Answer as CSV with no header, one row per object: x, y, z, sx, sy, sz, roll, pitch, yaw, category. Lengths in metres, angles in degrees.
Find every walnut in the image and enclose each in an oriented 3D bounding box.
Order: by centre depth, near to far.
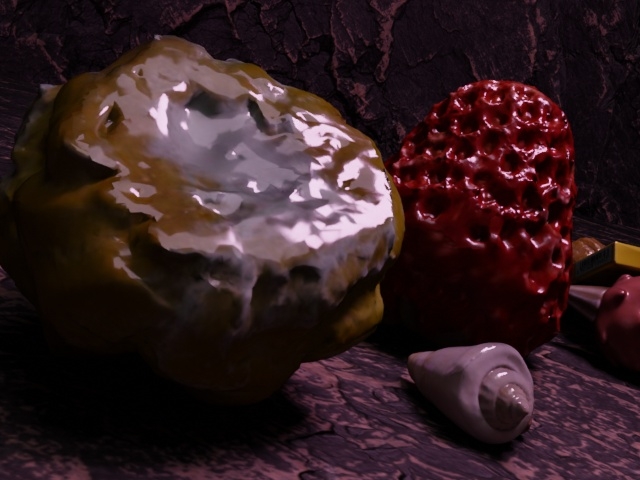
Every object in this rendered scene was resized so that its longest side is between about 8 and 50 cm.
0.585,0.047,1.861,0.105,0.105,0.124,10,27,-25,walnut

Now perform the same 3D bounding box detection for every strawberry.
0.190,-0.038,1.085,0.295,0.345,0.317,8,13,-40,strawberry

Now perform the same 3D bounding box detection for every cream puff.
-0.115,0.003,0.780,0.378,0.276,0.378,15,40,-13,cream puff

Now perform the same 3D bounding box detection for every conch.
0.148,0.151,0.845,0.104,0.094,0.176,-7,-7,-29,conch

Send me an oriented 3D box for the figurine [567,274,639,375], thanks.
0.494,0.122,1.168,0.386,0.166,0.207,25,11,37,figurine

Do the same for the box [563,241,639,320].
0.451,0.073,1.340,0.153,0.041,0.279,11,-20,-12,box
